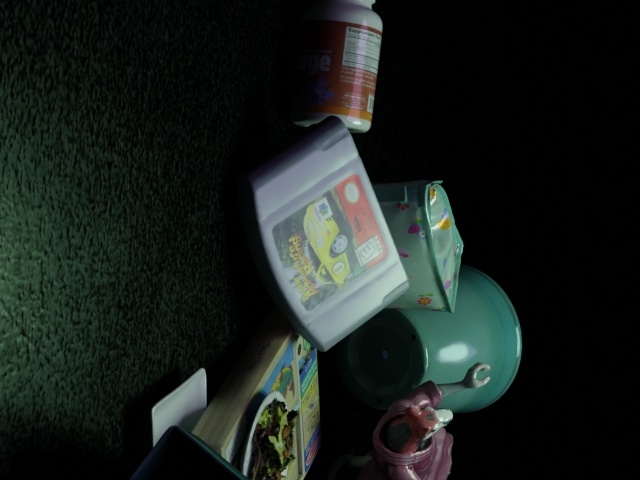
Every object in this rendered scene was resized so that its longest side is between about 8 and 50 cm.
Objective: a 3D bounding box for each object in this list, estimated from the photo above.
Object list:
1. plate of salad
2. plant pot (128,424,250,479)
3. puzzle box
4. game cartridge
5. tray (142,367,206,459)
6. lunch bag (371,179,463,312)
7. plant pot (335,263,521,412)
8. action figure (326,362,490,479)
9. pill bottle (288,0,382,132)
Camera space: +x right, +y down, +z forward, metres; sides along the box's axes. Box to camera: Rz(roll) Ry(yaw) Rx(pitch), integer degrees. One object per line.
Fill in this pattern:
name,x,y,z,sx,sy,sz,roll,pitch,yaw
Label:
plate of salad,-0.062,0.298,1.679,0.200,0.048,0.200,5,90,-74
plant pot,-0.129,0.325,1.437,0.165,0.166,0.234,-52,169,-4
puzzle box,-0.083,0.285,1.787,0.409,0.052,0.272,-57,149,-59
game cartridge,0.000,0.000,1.778,0.196,0.060,0.294,-34,117,-20
tray,-0.184,0.305,1.603,0.145,0.030,0.270,-35,129,-63
lunch bag,0.087,-0.011,1.955,0.262,0.223,0.160,63,33,-54
plant pot,0.170,0.186,2.215,0.255,0.272,0.271,-7,104,-55
action figure,0.129,0.327,2.047,0.370,0.276,0.248,81,15,-62
pill bottle,0.024,-0.269,1.849,0.121,0.121,0.216,8,88,-70
